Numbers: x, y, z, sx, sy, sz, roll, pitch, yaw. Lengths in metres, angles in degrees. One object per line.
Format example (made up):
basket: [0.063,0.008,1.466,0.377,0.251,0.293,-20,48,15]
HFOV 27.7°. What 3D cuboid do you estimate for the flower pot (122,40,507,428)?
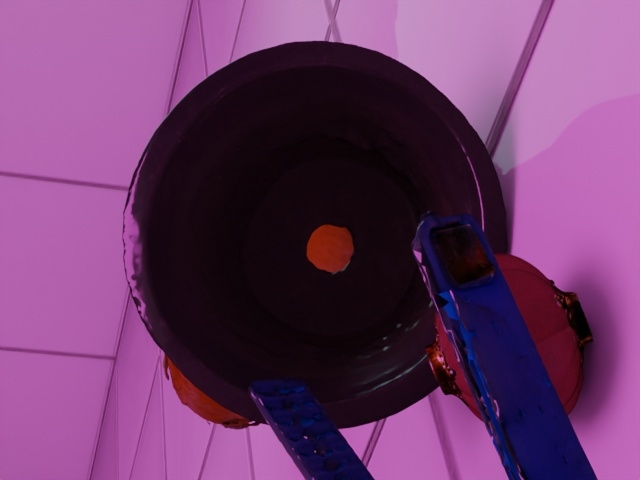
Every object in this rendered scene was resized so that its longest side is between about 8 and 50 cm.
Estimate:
flower pot: [0.000,0.000,0.960,0.166,0.269,0.269,36,-121,-85]

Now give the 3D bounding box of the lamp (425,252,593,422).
lamp: [0.108,0.059,0.746,0.107,0.092,0.107,-20,-90,-85]

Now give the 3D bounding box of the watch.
watch: [0.063,0.159,0.714,0.274,0.068,0.276,64,151,14]

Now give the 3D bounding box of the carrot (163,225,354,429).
carrot: [-0.079,0.061,1.291,0.254,0.196,0.196,116,156,-58]
